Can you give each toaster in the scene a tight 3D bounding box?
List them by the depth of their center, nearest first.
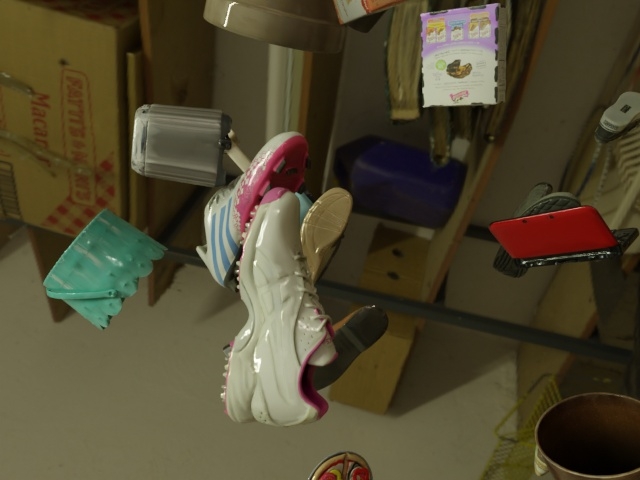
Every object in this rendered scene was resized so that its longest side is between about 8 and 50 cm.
[{"bbox_3d":[-0.226,-0.157,0.975,0.227,0.147,0.129,-132,48,-73],"label":"toaster"}]

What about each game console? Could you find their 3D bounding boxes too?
[{"bbox_3d":[0.321,-0.015,0.783,0.124,0.144,0.085,-29,-78,-42],"label":"game console"}]

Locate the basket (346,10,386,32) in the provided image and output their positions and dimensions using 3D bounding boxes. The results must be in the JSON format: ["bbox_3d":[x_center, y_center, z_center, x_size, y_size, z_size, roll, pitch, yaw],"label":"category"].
[{"bbox_3d":[0.136,-0.663,1.515,0.227,0.204,0.154,-52,51,36],"label":"basket"}]

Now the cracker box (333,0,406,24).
[{"bbox_3d":[0.058,-0.427,0.914,0.232,0.067,0.155,-122,14,-72],"label":"cracker box"}]

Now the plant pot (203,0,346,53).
[{"bbox_3d":[-0.076,-0.592,1.294,0.323,0.323,0.280,-61,-13,-63],"label":"plant pot"}]

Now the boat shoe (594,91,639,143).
[{"bbox_3d":[0.713,-0.290,1.401,0.219,0.078,0.070,-28,-30,-33],"label":"boat shoe"}]

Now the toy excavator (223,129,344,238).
[{"bbox_3d":[-0.150,-0.141,1.917,0.222,0.433,0.445,-39,-22,-3],"label":"toy excavator"}]

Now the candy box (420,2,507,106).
[{"bbox_3d":[0.302,-0.384,1.250,0.070,0.165,0.196,-26,-64,-55],"label":"candy box"}]

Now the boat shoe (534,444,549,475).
[{"bbox_3d":[0.509,0.449,1.319,0.190,0.068,0.072,-27,-43,-49],"label":"boat shoe"}]

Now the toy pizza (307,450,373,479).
[{"bbox_3d":[0.050,0.611,1.428,0.032,0.201,0.201,1,76,59],"label":"toy pizza"}]

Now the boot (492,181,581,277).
[{"bbox_3d":[0.393,-0.052,1.079,0.246,0.084,0.161,111,-175,-58],"label":"boot"}]

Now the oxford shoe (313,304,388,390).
[{"bbox_3d":[0.016,0.180,0.961,0.212,0.076,0.076,-33,0,-5],"label":"oxford shoe"}]

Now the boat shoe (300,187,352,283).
[{"bbox_3d":[0.000,0.000,1.498,0.285,0.103,0.092,-67,-11,6],"label":"boat shoe"}]

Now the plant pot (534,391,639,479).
[{"bbox_3d":[0.531,0.440,1.091,0.215,0.216,0.230,-61,-46,-62],"label":"plant pot"}]

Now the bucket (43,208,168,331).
[{"bbox_3d":[-0.534,0.069,1.473,0.281,0.183,0.281,-48,13,15],"label":"bucket"}]

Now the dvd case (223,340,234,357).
[{"bbox_3d":[-0.093,0.278,1.468,0.179,0.239,0.029,59,180,-12],"label":"dvd case"}]

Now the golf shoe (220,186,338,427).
[{"bbox_3d":[-0.036,0.087,0.757,0.115,0.140,0.306,0,-84,-72],"label":"golf shoe"}]

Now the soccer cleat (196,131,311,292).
[{"bbox_3d":[-0.130,-0.059,0.979,0.116,0.143,0.331,-22,-32,-47],"label":"soccer cleat"}]
